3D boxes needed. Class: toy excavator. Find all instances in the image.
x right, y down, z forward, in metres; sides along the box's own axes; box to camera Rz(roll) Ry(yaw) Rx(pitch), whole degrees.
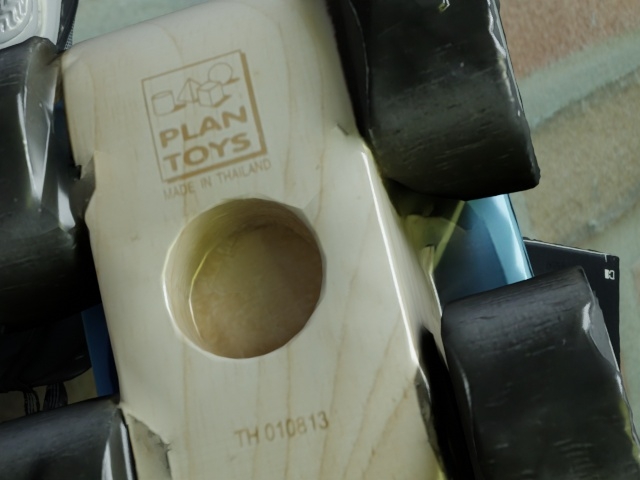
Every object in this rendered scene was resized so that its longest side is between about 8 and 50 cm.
[{"bbox_3d":[0.000,0.000,0.757,0.445,0.222,0.433,54,21,-70],"label":"toy excavator"}]

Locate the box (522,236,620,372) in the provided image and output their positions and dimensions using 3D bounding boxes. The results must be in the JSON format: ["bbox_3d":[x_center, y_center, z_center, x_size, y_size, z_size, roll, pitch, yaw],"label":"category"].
[{"bbox_3d":[0.080,0.051,0.998,0.156,0.158,0.093,9,79,-47],"label":"box"}]

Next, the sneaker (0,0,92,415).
[{"bbox_3d":[-0.143,-0.041,0.806,0.153,0.101,0.269,31,68,-46],"label":"sneaker"}]
